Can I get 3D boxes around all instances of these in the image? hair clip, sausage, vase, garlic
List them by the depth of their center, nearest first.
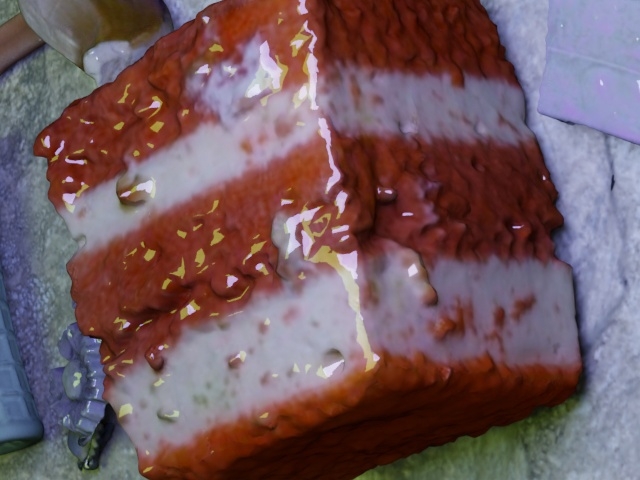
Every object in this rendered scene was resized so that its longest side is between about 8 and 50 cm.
[{"bbox_3d":[-0.211,-0.199,1.538,0.198,0.128,0.090,45,117,25],"label":"garlic"},{"bbox_3d":[-0.183,0.072,1.545,0.106,0.084,0.292,45,121,53],"label":"hair clip"},{"bbox_3d":[-0.341,0.052,1.637,0.143,0.143,0.299,-23,75,37],"label":"vase"},{"bbox_3d":[-0.289,-0.185,1.665,0.186,0.043,0.043,-26,71,36],"label":"sausage"}]

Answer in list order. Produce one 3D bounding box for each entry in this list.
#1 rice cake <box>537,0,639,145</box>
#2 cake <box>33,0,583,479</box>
[{"bbox_3d":[0.273,-0.096,1.177,0.298,0.050,0.106,20,100,39],"label":"rice cake"},{"bbox_3d":[0.000,0.000,1.262,0.269,0.270,0.319,-27,72,36],"label":"cake"}]
